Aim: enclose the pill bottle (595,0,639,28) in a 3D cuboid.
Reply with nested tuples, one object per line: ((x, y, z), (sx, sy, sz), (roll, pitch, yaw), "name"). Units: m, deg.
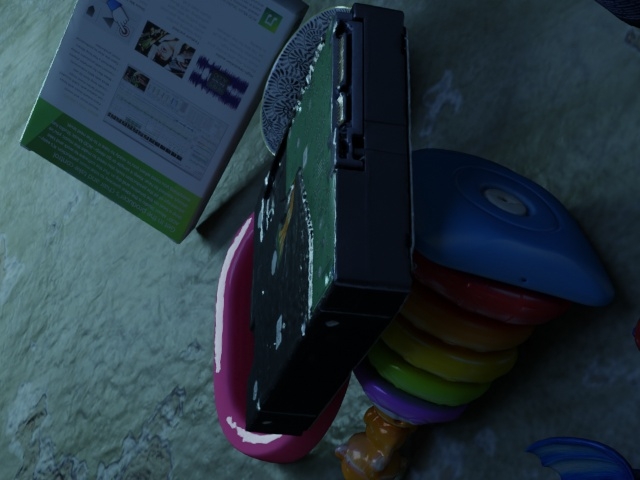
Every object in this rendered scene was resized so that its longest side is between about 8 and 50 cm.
((0.236, -0.232, 0.858), (0.123, 0.219, 0.123), (-26, 53, 40), "pill bottle")

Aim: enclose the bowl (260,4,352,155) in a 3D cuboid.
((0.021, -0.148, 1.192), (0.170, 0.080, 0.170), (-26, 53, 40), "bowl")

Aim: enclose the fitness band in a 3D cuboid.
((-0.032, 0.078, 1.163), (0.209, 0.054, 0.291), (-29, 50, 40), "fitness band")

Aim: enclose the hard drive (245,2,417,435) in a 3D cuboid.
((0.000, 0.000, 0.947), (0.339, 0.064, 0.237), (116, 157, -60), "hard drive")

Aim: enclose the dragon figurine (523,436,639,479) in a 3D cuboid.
((0.189, 0.188, 0.807), (0.289, 0.085, 0.144), (6, 74, 47), "dragon figurine")

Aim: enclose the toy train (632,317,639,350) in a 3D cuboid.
((0.325, 0.075, 0.704), (0.143, 0.105, 0.248), (-51, 38, -2), "toy train")

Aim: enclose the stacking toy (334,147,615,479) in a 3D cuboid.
((0.090, 0.091, 0.953), (0.166, 0.175, 0.302), (-105, 34, -58), "stacking toy")

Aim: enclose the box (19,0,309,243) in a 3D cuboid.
((-0.185, -0.185, 1.314), (0.322, 0.232, 0.058), (-59, -3, 26), "box")
